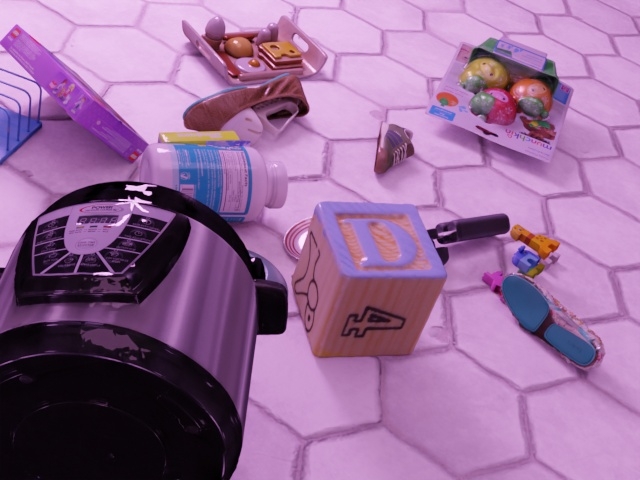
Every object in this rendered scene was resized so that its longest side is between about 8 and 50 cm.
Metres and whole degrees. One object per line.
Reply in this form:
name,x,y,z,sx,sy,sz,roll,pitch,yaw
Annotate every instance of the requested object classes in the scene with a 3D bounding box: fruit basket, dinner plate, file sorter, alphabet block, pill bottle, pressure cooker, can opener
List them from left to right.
file sorter,-0.625,-0.242,1.814,0.118,0.105,0.170,20,37,4
pressure cooker,-0.272,0.129,1.284,0.370,0.375,0.420,40,30,-24
pill bottle,-0.199,-0.107,1.784,0.264,0.146,0.146,0,40,-23
dinner plate,0.000,0.000,1.812,0.141,0.017,0.141,-5,37,4
alphabet block,0.077,0.067,1.631,0.193,0.197,0.192,2,43,-20
can opener,0.270,-0.002,1.918,0.280,0.093,0.074,-14,3,-36
fruit basket,0.459,-0.361,2.366,0.327,0.165,0.353,23,41,7

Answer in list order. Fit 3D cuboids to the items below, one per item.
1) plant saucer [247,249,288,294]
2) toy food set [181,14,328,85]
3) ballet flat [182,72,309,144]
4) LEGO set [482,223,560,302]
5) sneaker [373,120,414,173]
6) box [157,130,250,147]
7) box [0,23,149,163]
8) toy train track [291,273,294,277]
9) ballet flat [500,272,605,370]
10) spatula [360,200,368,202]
plant saucer,-0.148,0.064,1.680,0.194,0.037,0.195,11,38,-8
toy food set,-0.160,-0.484,2.321,0.306,0.092,0.220,-14,47,-34
ballet flat,-0.143,-0.276,2.073,0.342,0.116,0.124,-25,74,-47
LEGO set,0.406,0.026,1.915,0.093,0.087,0.227,37,40,23
sneaker,0.170,-0.207,2.128,0.086,0.064,0.192,12,34,0
box,-0.235,-0.162,1.868,0.178,0.109,0.042,-4,41,-27
box,-0.486,-0.289,1.874,0.293,0.057,0.201,43,0,30
toy train track,-0.013,0.063,1.755,0.083,0.014,0.048,-3,42,-26
ballet flat,0.437,0.154,1.784,0.241,0.091,0.077,48,23,26
spatula,0.109,-0.002,1.884,0.168,0.019,0.242,22,37,7
